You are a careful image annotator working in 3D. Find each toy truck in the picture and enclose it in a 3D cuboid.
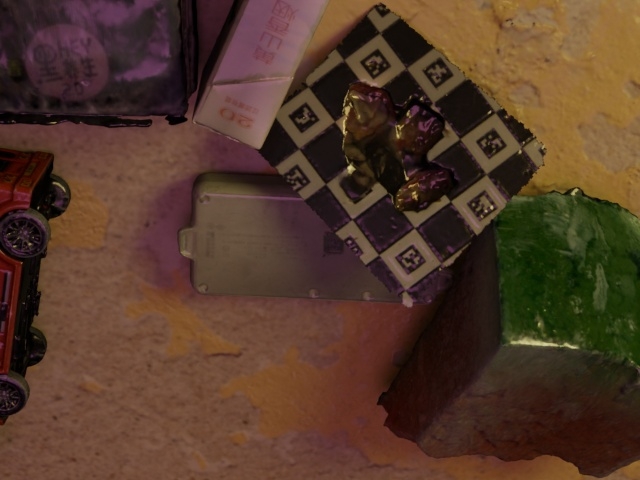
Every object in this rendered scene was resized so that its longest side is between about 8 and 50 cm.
[{"bbox_3d":[-0.310,0.042,1.036,0.114,0.107,0.252,12,113,-7],"label":"toy truck"}]

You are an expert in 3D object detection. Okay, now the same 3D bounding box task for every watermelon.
[{"bbox_3d":[0.234,0.121,1.058,0.264,0.151,0.302,15,118,-24],"label":"watermelon"}]

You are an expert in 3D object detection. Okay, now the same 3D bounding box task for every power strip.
[{"bbox_3d":[0.000,0.000,1.062,0.271,0.046,0.117,3,115,-4],"label":"power strip"}]

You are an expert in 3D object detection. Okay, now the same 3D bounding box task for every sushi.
[{"bbox_3d":[0.068,-0.079,1.005,0.210,0.040,0.192,44,89,0],"label":"sushi"}]

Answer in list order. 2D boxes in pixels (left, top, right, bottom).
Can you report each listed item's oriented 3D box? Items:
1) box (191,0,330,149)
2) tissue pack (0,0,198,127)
[{"bbox_3d":[-0.030,-0.206,0.905,0.067,0.149,0.233,23,112,-10],"label":"box"},{"bbox_3d":[-0.230,-0.277,0.880,0.260,0.122,0.361,3,118,0],"label":"tissue pack"}]
